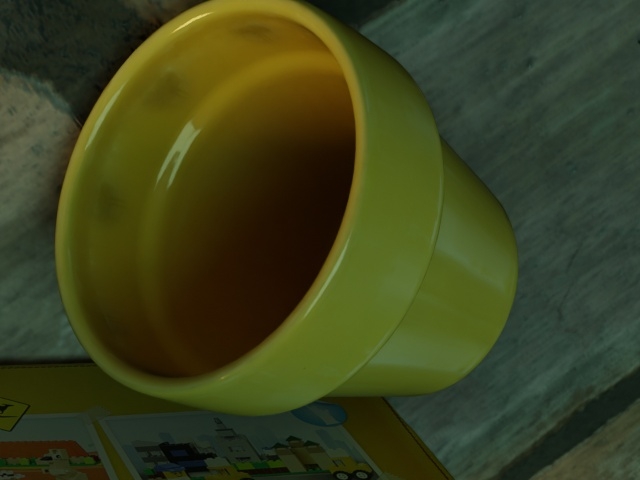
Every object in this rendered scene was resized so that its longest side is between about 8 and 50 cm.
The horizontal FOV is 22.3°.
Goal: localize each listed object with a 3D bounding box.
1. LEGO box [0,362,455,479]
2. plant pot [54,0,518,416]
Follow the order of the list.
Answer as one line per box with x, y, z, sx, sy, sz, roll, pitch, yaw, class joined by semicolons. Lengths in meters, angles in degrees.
-0.144;0.243;1.014;0.500;0.372;0.193;0;115;-25;LEGO box
0.000;0.000;1.050;0.239;0.254;0.254;24;103;-47;plant pot
